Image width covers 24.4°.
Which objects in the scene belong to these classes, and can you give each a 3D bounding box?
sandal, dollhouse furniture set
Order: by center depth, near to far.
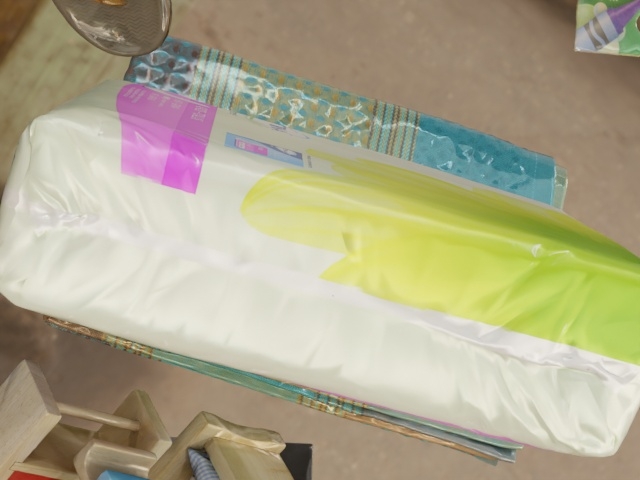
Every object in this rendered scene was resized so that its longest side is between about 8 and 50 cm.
[{"bbox_3d":[-0.096,0.168,0.744,0.183,0.129,0.129,24,25,-46],"label":"dollhouse furniture set"},{"bbox_3d":[-0.168,-0.218,1.020,0.090,0.219,0.060,-4,36,13],"label":"sandal"}]

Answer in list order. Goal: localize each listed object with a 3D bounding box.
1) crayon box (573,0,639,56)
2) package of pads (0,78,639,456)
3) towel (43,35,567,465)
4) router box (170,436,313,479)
[{"bbox_3d":[0.312,-0.301,1.143,0.203,0.323,0.083,1,5,-23],"label":"crayon box"},{"bbox_3d":[0.003,0.006,0.742,0.296,0.101,0.229,16,8,-5],"label":"package of pads"},{"bbox_3d":[0.000,0.000,1.152,0.370,0.040,0.271,17,64,-4],"label":"towel"},{"bbox_3d":[-0.162,0.297,1.303,0.309,0.081,0.243,4,70,-9],"label":"router box"}]
